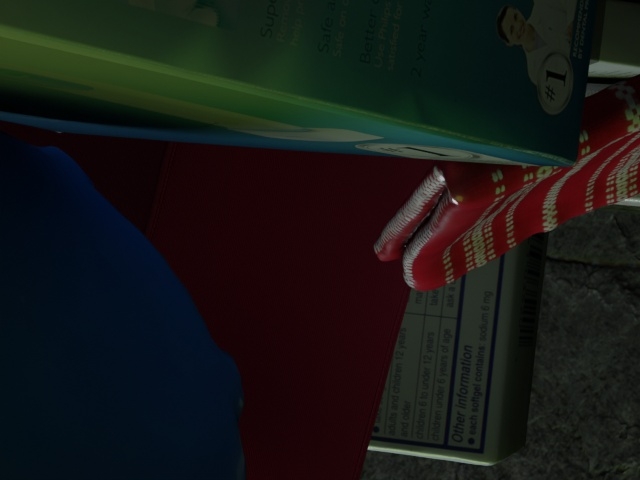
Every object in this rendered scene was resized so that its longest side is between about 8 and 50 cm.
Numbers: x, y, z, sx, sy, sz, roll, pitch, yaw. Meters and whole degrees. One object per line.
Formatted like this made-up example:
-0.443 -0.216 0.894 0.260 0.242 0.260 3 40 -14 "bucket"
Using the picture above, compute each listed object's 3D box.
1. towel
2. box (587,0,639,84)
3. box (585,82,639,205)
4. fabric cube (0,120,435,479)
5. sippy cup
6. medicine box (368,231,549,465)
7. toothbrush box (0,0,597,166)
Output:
0.156 -0.050 0.649 0.275 0.031 0.199 -21 174 -7 "towel"
0.077 -0.112 1.024 0.186 0.038 0.145 8 178 -16 "box"
0.084 -0.060 1.093 0.324 0.063 0.067 6 -179 32 "box"
-0.121 -0.002 1.003 0.259 0.254 0.258 13 176 30 "fabric cube"
-0.147 0.086 0.547 0.240 0.305 0.224 8 138 -47 "sippy cup"
0.000 0.000 1.288 0.289 0.263 0.149 6 178 13 "medicine box"
-0.096 -0.100 0.473 0.216 0.126 0.296 7 180 42 "toothbrush box"
